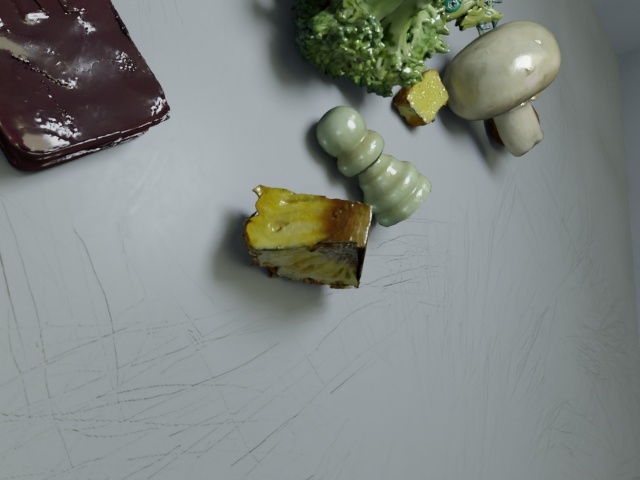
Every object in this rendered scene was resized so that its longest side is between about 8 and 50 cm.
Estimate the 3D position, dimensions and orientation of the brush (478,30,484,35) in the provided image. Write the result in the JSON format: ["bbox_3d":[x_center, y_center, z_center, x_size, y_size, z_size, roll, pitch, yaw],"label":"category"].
[{"bbox_3d":[0.553,-0.611,1.537,0.033,0.030,0.178,-16,91,-36],"label":"brush"}]

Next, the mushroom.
[{"bbox_3d":[0.496,-0.388,1.240,0.336,0.314,0.314,51,49,-22],"label":"mushroom"}]

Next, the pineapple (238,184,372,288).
[{"bbox_3d":[0.000,0.000,0.721,0.237,0.186,0.114,23,63,-32],"label":"pineapple"}]

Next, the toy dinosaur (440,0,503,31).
[{"bbox_3d":[0.316,-0.581,1.160,0.094,0.259,0.153,-90,168,-70],"label":"toy dinosaur"}]

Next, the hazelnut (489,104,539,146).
[{"bbox_3d":[0.589,-0.357,1.430,0.150,0.150,0.150,14,70,-42],"label":"hazelnut"}]

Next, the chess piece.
[{"bbox_3d":[0.089,-0.152,0.906,0.243,0.133,0.133,44,52,-19],"label":"chess piece"}]

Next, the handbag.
[{"bbox_3d":[-0.312,-0.204,0.553,0.203,0.074,0.216,-39,105,-43],"label":"handbag"}]

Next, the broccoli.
[{"bbox_3d":[0.101,-0.431,0.890,0.339,0.317,0.277,6,86,-4],"label":"broccoli"}]

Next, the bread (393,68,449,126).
[{"bbox_3d":[0.243,-0.341,1.137,0.103,0.065,0.187,54,47,-22],"label":"bread"}]
